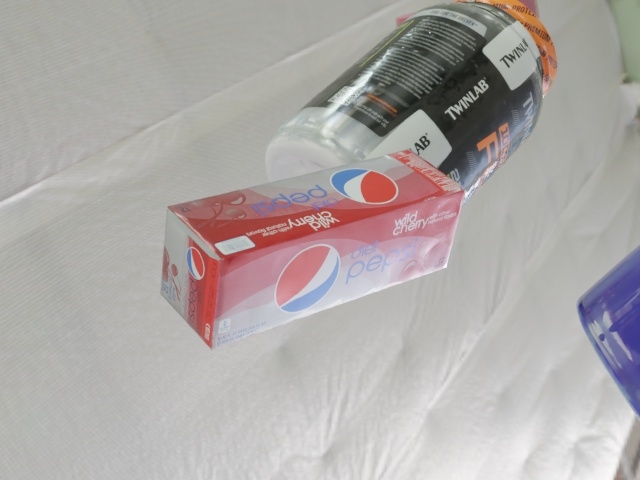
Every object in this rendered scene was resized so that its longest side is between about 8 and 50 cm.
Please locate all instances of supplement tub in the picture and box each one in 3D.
[{"bbox_3d":[0.115,-0.135,0.979,0.338,0.207,0.207,-44,-59,-25],"label":"supplement tub"}]

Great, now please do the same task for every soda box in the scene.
[{"bbox_3d":[0.000,0.000,0.719,0.263,0.083,0.092,-16,-49,-35],"label":"soda box"}]

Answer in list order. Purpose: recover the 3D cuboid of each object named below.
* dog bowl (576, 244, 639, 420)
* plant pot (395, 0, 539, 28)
[{"bbox_3d":[0.277,0.103,0.493,0.265,0.104,0.265,41,-160,-18],"label":"dog bowl"},{"bbox_3d":[0.222,-0.257,1.216,0.201,0.201,0.180,-33,-66,-51],"label":"plant pot"}]
